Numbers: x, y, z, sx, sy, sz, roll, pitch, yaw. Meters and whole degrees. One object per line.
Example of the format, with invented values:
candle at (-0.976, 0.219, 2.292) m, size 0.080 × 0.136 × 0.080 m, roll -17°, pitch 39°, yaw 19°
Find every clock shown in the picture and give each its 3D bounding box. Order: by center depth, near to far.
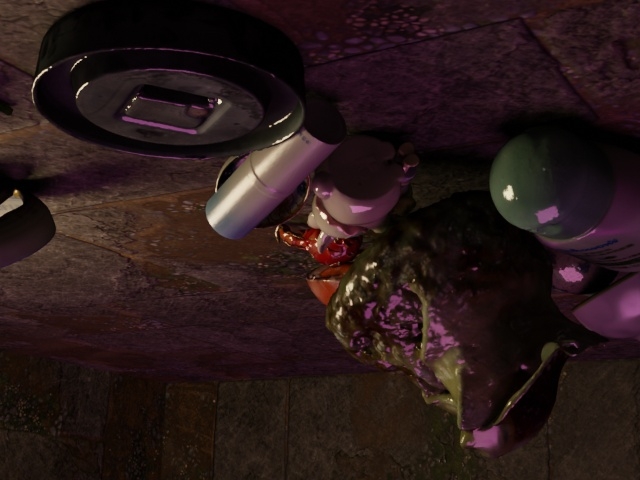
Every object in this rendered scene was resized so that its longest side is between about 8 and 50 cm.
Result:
clock at (-0.174, -0.178, 1.219) m, size 0.318 × 0.066 × 0.319 m, roll 0°, pitch 163°, yaw 0°

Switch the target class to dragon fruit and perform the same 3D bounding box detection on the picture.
dragon fruit at (0.000, 0.000, 1.851) m, size 0.190 × 0.094 × 0.094 m, roll 0°, pitch 168°, yaw 41°

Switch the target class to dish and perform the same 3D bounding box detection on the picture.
dish at (-0.089, -0.096, 1.532) m, size 0.141 × 0.078 × 0.141 m, roll -6°, pitch 128°, yaw -8°
dish at (-0.564, -0.048, 1.631) m, size 0.273 × 0.134 × 0.273 m, roll -6°, pitch -157°, yaw 2°
dish at (0.596, 0.090, 1.762) m, size 0.324 × 0.124 × 0.324 m, roll -28°, pitch 167°, yaw -7°

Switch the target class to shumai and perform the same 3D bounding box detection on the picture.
shumai at (0.228, 0.152, 1.592) m, size 0.395 × 0.348 × 0.395 m, roll -25°, pitch 159°, yaw -10°

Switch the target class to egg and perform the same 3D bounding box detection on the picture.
egg at (0.424, 0.017, 1.762) m, size 0.181 × 0.141 × 0.141 m, roll 21°, pitch 158°, yaw -22°

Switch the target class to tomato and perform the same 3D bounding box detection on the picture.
tomato at (0.094, 0.075, 1.898) m, size 0.199 × 0.112 × 0.228 m, roll -10°, pitch -169°, yaw 47°

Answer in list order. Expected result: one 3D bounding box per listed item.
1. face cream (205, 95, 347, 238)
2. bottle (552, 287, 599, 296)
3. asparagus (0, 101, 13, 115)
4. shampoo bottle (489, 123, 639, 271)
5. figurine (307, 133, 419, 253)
face cream at (-0.064, -0.092, 1.390) m, size 0.077 × 0.077 × 0.250 m, roll 12°, pitch 145°, yaw -33°
bottle at (0.368, 0.032, 1.864) m, size 0.330 × 0.093 × 0.093 m, roll 12°, pitch 162°, yaw -23°
asparagus at (-0.439, -0.192, 1.311) m, size 0.016 × 0.016 × 0.163 m, roll 24°, pitch 173°, yaw 22°
shampoo bottle at (0.374, -0.058, 1.460) m, size 0.221 × 0.151 × 0.349 m, roll -9°, pitch 161°, yaw 43°
figurine at (0.054, -0.063, 1.522) m, size 0.155 × 0.127 × 0.235 m, roll -31°, pitch 167°, yaw -14°
